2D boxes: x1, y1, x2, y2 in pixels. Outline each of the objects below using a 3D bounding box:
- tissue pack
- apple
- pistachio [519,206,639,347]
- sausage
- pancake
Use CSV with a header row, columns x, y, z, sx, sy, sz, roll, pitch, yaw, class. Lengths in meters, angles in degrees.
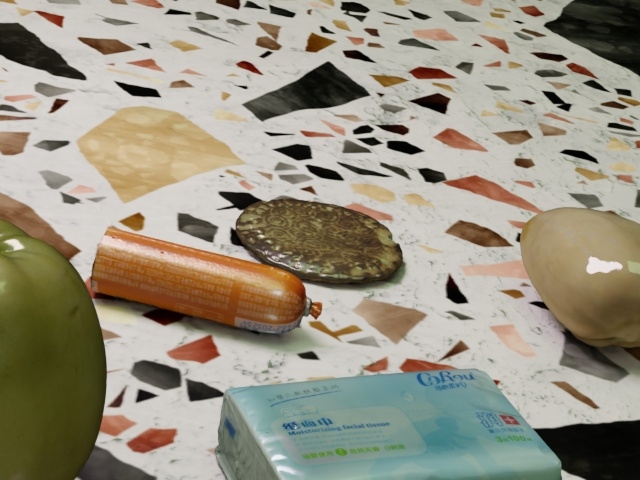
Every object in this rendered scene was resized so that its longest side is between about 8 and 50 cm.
x,y,z,sx,sy,sz,roll,pitch,yaw,class
0.059,0.188,1.363,0.263,0.089,0.177,0,27,-24,tissue pack
-0.296,0.099,1.240,0.262,0.262,0.262,9,26,-5,apple
0.309,0.038,1.711,0.144,0.144,0.215,-5,33,-30,pistachio
-0.113,0.046,1.594,0.234,0.071,0.071,14,26,4,sausage
0.000,-0.001,1.790,0.199,0.021,0.199,10,26,-5,pancake
